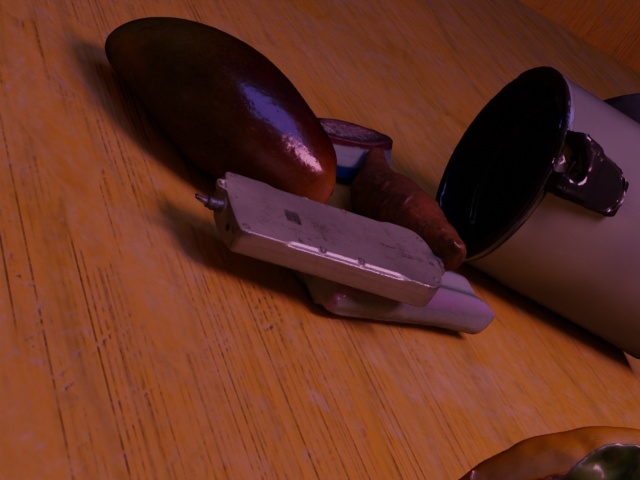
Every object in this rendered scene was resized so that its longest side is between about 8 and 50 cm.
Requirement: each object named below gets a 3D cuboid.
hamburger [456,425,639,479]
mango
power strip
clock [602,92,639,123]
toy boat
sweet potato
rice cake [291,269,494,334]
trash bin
[{"bbox_3d":[0.140,0.218,0.673,0.246,0.246,0.170,32,22,-10],"label":"hamburger"},{"bbox_3d":[-0.089,-0.121,1.224,0.267,0.111,0.133,40,31,26],"label":"mango"},{"bbox_3d":[0.000,0.000,1.113,0.227,0.029,0.080,18,31,-26],"label":"power strip"},{"bbox_3d":[0.380,-0.059,1.608,0.280,0.280,0.055,28,49,-22],"label":"clock"},{"bbox_3d":[0.010,-0.097,1.431,0.080,0.046,0.229,48,21,22],"label":"toy boat"},{"bbox_3d":[0.071,-0.029,1.292,0.072,0.066,0.314,13,11,-14],"label":"sweet potato"},{"bbox_3d":[0.065,0.042,1.208,0.222,0.042,0.080,13,25,-47],"label":"rice cake"},{"bbox_3d":[0.283,-0.023,1.453,0.262,0.217,0.277,28,-5,-21],"label":"trash bin"}]
